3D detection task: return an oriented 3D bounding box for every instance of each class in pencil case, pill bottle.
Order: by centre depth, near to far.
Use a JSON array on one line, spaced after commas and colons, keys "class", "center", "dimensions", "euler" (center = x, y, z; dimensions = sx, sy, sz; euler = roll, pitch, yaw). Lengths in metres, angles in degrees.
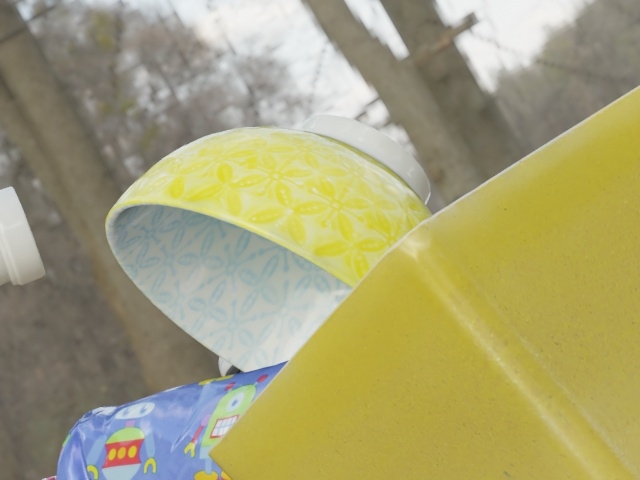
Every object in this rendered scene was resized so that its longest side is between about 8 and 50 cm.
[{"class": "pencil case", "center": [-0.049, 0.149, 1.107], "dimensions": [0.306, 0.119, 0.133], "euler": [-18, 37, 43]}, {"class": "pill bottle", "center": [-0.358, 0.027, 1.523], "dimensions": [0.208, 0.118, 0.117], "euler": [-20, -3, -12]}]

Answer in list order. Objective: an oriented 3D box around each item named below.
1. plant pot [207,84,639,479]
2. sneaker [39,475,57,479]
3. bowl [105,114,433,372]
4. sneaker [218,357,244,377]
[{"class": "plant pot", "center": [0.115, 0.078, 0.747], "dimensions": [0.212, 0.187, 0.212], "euler": [-31, -12, -37]}, {"class": "sneaker", "center": [-0.341, 0.382, 2.152], "dimensions": [0.111, 0.103, 0.252], "euler": [-13, -35, 0]}, {"class": "bowl", "center": [0.000, 0.000, 1.296], "dimensions": [0.156, 0.289, 0.289], "euler": [-59, 11, -23]}, {"class": "sneaker", "center": [0.036, 0.134, 1.770], "dimensions": [0.268, 0.153, 0.101], "euler": [-23, -34, 3]}]
